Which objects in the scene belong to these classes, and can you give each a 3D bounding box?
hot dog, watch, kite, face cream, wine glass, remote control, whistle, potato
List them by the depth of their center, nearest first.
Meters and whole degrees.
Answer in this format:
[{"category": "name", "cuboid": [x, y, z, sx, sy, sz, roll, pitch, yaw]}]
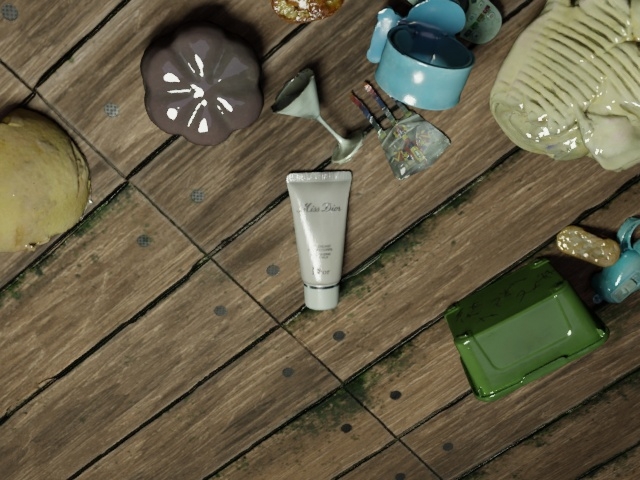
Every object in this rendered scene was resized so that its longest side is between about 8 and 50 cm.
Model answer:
[{"category": "watch", "cuboid": [0.183, -0.334, 1.199, 0.211, 0.193, 0.211, 3, 132, 3]}, {"category": "hot dog", "cuboid": [-0.024, -0.466, 1.203, 0.147, 0.065, 0.099, -11, 126, -2]}, {"category": "remote control", "cuboid": [0.243, -0.467, 1.236, 0.256, 0.045, 0.097, 29, 121, -21]}, {"category": "potato", "cuboid": [-0.570, -0.099, 1.237, 0.211, 0.264, 0.189, 31, 119, -12]}, {"category": "wine glass", "cuboid": [0.002, -0.243, 1.291, 0.122, 0.122, 0.183, -41, 116, 15]}, {"category": "kite", "cuboid": [0.162, -0.241, 1.357, 0.141, 0.015, 0.245, -38, 117, 12]}, {"category": "face cream", "cuboid": [0.000, 0.000, 1.437, 0.143, 0.089, 0.314, -3, 106, -4]}, {"category": "whistle", "cuboid": [0.752, 0.052, 1.515, 0.186, 0.093, 0.274, 40, 104, -20]}]

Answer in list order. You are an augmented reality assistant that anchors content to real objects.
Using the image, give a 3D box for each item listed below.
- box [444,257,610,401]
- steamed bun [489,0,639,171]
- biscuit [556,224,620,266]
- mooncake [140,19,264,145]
[{"category": "box", "cuboid": [0.453, 0.196, 1.478, 0.328, 0.253, 0.178, -32, 106, 10]}, {"category": "steamed bun", "cuboid": [0.537, -0.295, 1.217, 0.247, 0.339, 0.352, 9, 118, -51]}, {"category": "biscuit", "cuboid": [0.625, 0.013, 1.493, 0.147, 0.018, 0.071, 22, 101, 10]}, {"category": "mooncake", "cuboid": [-0.229, -0.301, 1.236, 0.245, 0.133, 0.245, -5, 116, -10]}]
